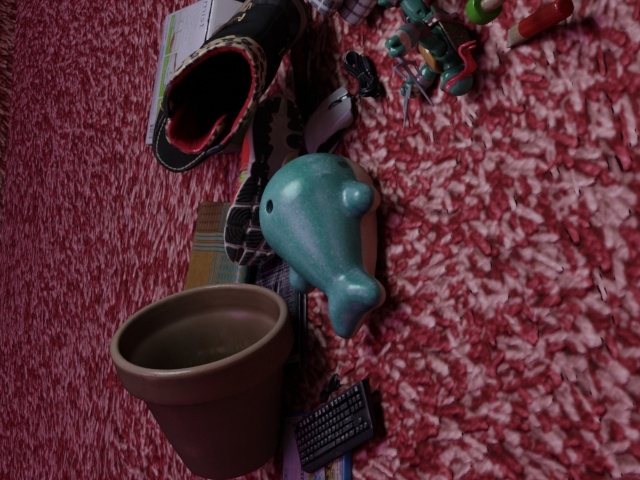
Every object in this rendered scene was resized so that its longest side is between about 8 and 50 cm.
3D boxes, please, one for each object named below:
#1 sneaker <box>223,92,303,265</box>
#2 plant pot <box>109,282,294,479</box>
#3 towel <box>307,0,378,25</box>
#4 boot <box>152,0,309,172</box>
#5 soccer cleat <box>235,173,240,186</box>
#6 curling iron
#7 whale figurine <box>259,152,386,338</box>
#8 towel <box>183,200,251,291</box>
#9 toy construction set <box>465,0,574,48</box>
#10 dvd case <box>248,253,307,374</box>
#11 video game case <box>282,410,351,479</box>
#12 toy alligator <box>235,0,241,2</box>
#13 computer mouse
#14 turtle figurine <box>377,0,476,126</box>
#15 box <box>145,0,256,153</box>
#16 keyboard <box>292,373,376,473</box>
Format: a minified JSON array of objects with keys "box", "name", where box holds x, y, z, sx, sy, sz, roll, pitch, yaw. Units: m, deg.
[{"box":[-0.087,-0.096,1.516,0.118,0.107,0.279,-137,62,-74],"name":"sneaker"},{"box":[-0.157,0.220,1.406,0.263,0.263,0.229,33,138,57],"name":"plant pot"},{"box":[0.039,-0.491,1.411,0.235,0.121,0.283,-56,38,33],"name":"towel"},{"box":[-0.174,-0.210,1.462,0.377,0.138,0.284,-43,13,27],"name":"boot"},{"box":[-0.125,-0.116,1.662,0.083,0.029,0.035,-65,29,15],"name":"soccer cleat"},{"box":[-0.026,-0.312,1.547,0.068,0.035,0.274,-32,55,53],"name":"curling iron"},{"box":[0.000,0.000,1.309,0.216,0.141,0.272,-52,41,38],"name":"whale figurine"},{"box":[-0.189,0.114,1.675,0.271,0.040,0.370,7,86,64],"name":"towel"},{"box":[0.176,-0.373,1.113,0.237,0.258,0.308,165,90,-76],"name":"toy construction set"},{"box":[-0.070,0.107,1.514,0.164,0.018,0.221,-24,60,53],"name":"dvd case"},{"box":[-0.007,0.303,1.354,0.166,0.015,0.119,-22,62,55],"name":"video game case"},{"box":[-0.170,-0.470,1.824,0.051,0.056,0.189,46,132,5],"name":"toy alligator"},{"box":[0.020,-0.191,1.429,0.193,0.042,0.106,-54,40,36],"name":"computer mouse"},{"box":[0.129,-0.246,1.202,0.175,0.118,0.234,67,-179,-66],"name":"turtle figurine"},{"box":[-0.215,-0.299,1.768,0.231,0.127,0.261,2,83,59],"name":"box"},{"box":[0.014,0.241,1.301,0.180,0.023,0.108,-41,47,45],"name":"keyboard"}]
